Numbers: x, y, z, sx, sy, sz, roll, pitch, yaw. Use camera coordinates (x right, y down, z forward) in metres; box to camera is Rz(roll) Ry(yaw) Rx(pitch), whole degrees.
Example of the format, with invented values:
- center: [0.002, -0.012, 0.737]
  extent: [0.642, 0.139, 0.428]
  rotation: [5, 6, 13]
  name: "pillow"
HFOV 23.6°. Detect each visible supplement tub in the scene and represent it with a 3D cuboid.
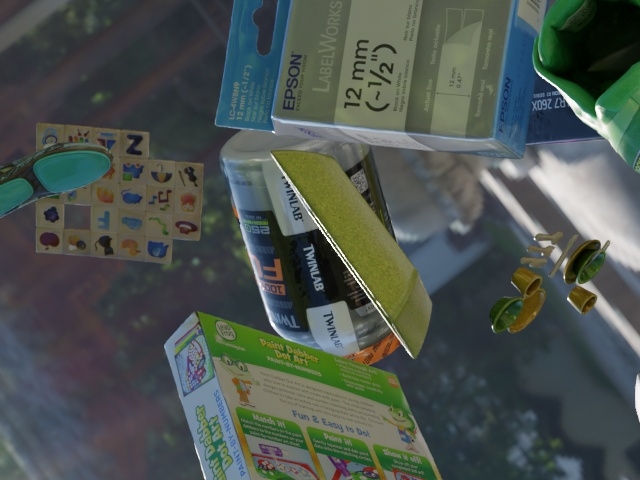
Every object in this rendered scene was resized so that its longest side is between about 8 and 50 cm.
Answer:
- center: [0.000, 0.000, 1.984]
  extent: [0.193, 0.194, 0.316]
  rotation: [-124, 16, -69]
  name: "supplement tub"

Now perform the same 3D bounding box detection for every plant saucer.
- center: [0.040, 0.005, 1.382]
  extent: [0.188, 0.045, 0.188]
  rotation: [55, 179, 18]
  name: "plant saucer"

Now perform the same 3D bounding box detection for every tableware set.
- center: [0.206, 0.043, 1.343]
  extent: [0.024, 0.104, 0.154]
  rotation: [40, -161, 29]
  name: "tableware set"

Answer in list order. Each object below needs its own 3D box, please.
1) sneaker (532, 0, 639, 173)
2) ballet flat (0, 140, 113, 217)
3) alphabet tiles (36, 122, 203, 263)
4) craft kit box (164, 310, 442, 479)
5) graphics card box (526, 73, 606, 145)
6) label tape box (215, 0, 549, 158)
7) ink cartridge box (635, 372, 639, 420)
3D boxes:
- center: [0.200, -0.133, 0.979]
  extent: [0.123, 0.109, 0.295]
  rotation: [36, -160, -20]
  name: "sneaker"
- center: [-0.336, -0.083, 1.815]
  extent: [0.070, 0.188, 0.070]
  rotation: [-19, -90, -86]
  name: "ballet flat"
- center: [-0.286, -0.065, 2.183]
  extent: [0.009, 0.237, 0.198]
  rotation: [-84, -1, -67]
  name: "alphabet tiles"
- center: [0.004, 0.192, 1.312]
  extent: [0.250, 0.061, 0.246]
  rotation: [21, -145, -38]
  name: "craft kit box"
- center: [0.374, -0.162, 1.652]
  extent: [0.371, 0.233, 0.094]
  rotation: [1, 99, 59]
  name: "graphics card box"
- center: [0.045, -0.226, 1.531]
  extent: [0.348, 0.249, 0.115]
  rotation: [8, 177, 23]
  name: "label tape box"
- center: [0.454, 0.242, 1.705]
  extent: [0.092, 0.159, 0.217]
  rotation: [73, -175, -53]
  name: "ink cartridge box"
